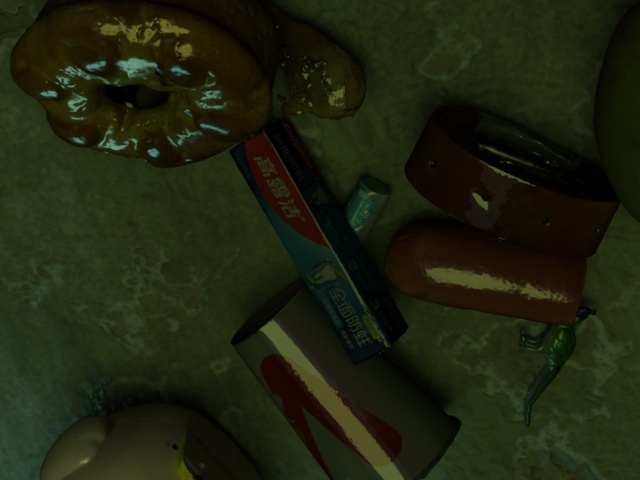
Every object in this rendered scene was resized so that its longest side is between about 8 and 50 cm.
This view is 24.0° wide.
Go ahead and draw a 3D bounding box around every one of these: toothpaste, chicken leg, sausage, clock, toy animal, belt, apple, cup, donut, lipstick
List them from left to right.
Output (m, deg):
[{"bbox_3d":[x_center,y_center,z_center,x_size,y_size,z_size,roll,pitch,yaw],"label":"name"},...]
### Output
[{"bbox_3d":[-0.263,0.416,2.106,0.376,0.250,0.368,-38,107,14],"label":"clock"},{"bbox_3d":[-0.204,-0.207,1.796,0.317,0.150,0.299,8,148,10],"label":"donut"},{"bbox_3d":[-0.033,-0.228,1.873,0.207,0.085,0.101,43,127,-4],"label":"chicken leg"},{"bbox_3d":[0.000,0.001,1.927,0.066,0.076,0.320,-29,93,28],"label":"toothpaste"},{"bbox_3d":[0.022,0.202,2.017,0.203,0.203,0.288,-37,99,21],"label":"cup"},{"bbox_3d":[0.039,-0.008,1.980,0.048,0.048,0.158,25,115,-5],"label":"lipstick"},{"bbox_3d":[0.212,0.040,1.946,0.259,0.113,0.114,10,116,1],"label":"sausage"},{"bbox_3d":[0.237,-0.072,1.854,0.261,0.184,0.105,17,117,-13],"label":"belt"},{"bbox_3d":[0.294,0.162,2.036,0.075,0.041,0.217,22,120,-5],"label":"toy animal"},{"bbox_3d":[0.481,-0.146,1.721,0.338,0.305,0.339,2,114,4],"label":"apple"}]
